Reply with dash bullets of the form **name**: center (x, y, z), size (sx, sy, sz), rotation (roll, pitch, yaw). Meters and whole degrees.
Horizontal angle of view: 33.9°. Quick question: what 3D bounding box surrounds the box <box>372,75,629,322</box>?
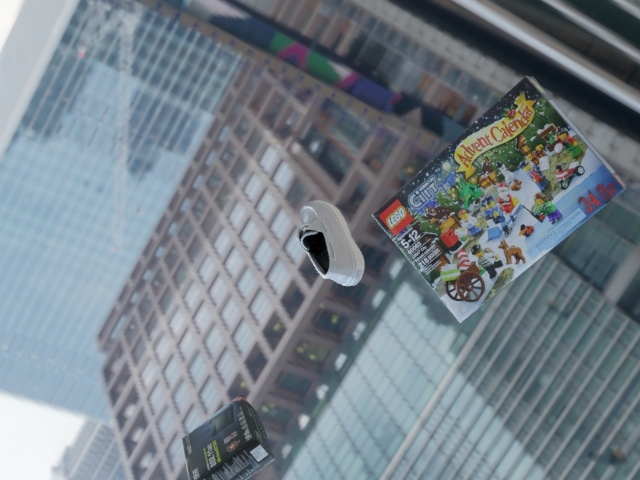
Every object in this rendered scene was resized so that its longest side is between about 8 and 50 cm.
- **box**: center (0.193, -0.043, 1.152), size (0.159, 0.233, 0.044), rotation (51, -158, 8)

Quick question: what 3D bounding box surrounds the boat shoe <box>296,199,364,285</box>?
- **boat shoe**: center (0.000, 0.000, 1.492), size (0.063, 0.066, 0.184), rotation (11, -145, -30)

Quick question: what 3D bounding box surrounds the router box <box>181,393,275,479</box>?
- **router box**: center (-0.108, 0.238, 1.204), size (0.038, 0.092, 0.122), rotation (53, 179, -20)
